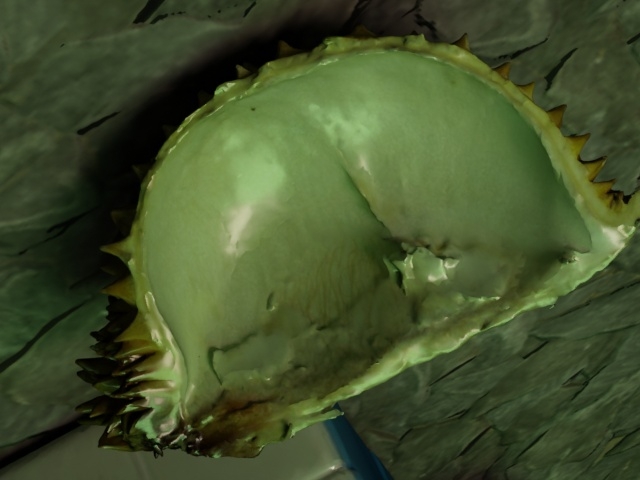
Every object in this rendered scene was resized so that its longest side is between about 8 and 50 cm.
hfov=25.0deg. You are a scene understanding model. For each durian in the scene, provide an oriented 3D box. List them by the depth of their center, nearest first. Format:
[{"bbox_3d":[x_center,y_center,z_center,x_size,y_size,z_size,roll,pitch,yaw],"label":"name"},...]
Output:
[{"bbox_3d":[0.000,0.000,0.597,0.252,0.139,0.144,-25,142,-4],"label":"durian"}]

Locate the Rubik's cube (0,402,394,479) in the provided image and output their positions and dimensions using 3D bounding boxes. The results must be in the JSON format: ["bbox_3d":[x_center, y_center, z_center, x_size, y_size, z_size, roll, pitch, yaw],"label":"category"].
[{"bbox_3d":[-0.051,0.274,0.788,0.291,0.290,0.291,-28,148,0],"label":"Rubik's cube"}]
